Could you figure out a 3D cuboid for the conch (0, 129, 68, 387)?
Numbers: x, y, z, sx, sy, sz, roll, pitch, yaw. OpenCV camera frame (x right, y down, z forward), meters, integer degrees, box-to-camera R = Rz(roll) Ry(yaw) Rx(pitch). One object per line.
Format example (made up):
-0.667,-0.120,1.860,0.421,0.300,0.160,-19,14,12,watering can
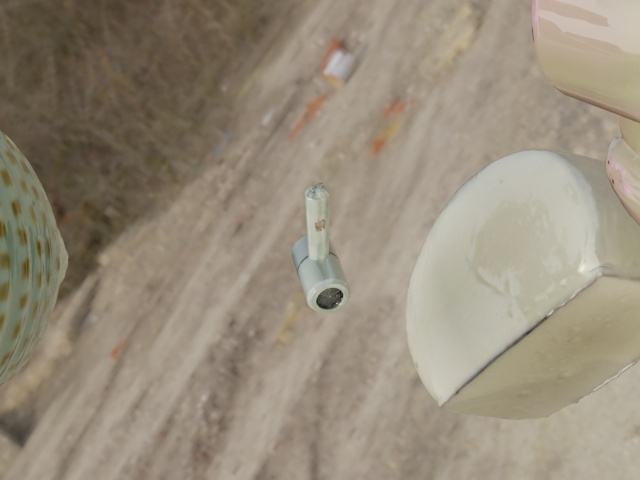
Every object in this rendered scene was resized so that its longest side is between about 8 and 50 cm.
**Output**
-0.307,0.027,0.935,0.303,0.319,0.215,1,64,24,conch

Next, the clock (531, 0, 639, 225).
0.250,-0.114,0.709,0.114,0.309,0.284,24,70,38,clock

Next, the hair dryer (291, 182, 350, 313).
0.000,0.000,1.439,0.082,0.047,0.137,-111,16,-49,hair dryer

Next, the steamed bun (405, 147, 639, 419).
0.181,0.025,1.125,0.241,0.146,0.164,-48,42,41,steamed bun
